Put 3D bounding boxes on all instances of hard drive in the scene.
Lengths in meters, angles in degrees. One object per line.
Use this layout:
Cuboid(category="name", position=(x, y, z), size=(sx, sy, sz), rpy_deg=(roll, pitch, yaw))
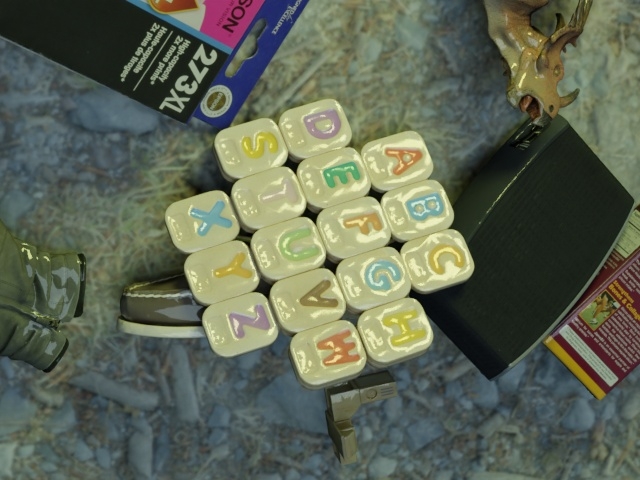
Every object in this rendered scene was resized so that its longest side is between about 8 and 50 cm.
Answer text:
Cuboid(category="hard drive", position=(0.214, 0.004, 1.924), size=(0.172, 0.054, 0.255), rpy_deg=(47, 72, -22))

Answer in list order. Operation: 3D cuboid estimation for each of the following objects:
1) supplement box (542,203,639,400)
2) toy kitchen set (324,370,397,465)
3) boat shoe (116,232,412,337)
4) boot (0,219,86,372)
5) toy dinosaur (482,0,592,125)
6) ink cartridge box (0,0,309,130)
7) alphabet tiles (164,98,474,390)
Cuboid(category="supplement box", position=(0.324, 0.064, 1.998), size=(0.188, 0.081, 0.104), rpy_deg=(-44, 112, 3))
Cuboid(category="toy kitchen set", position=(0.050, 0.196, 1.981), size=(0.075, 0.068, 0.083), rpy_deg=(-12, 111, -10))
Cuboid(category="boat shoe", position=(-0.050, 0.034, 1.881), size=(0.324, 0.116, 0.097), rpy_deg=(-7, 105, -16))
Cuboid(category="boot", position=(-0.306, 0.009, 1.836), size=(0.161, 0.083, 0.246), rpy_deg=(7, 112, -23))
Cuboid(category="toy dinosaur", position=(0.222, -0.283, 1.830), size=(0.200, 0.127, 0.296), rpy_deg=(27, 101, -20))
Cuboid(category="ink cartridge box", position=(-0.165, -0.225, 1.725), size=(0.371, 0.069, 0.176), rpy_deg=(23, 104, -43))
Cuboid(category="alphabet tiles", position=(0.000, 0.000, 1.830), size=(0.278, 0.021, 0.284), rpy_deg=(-17, 71, -13))
